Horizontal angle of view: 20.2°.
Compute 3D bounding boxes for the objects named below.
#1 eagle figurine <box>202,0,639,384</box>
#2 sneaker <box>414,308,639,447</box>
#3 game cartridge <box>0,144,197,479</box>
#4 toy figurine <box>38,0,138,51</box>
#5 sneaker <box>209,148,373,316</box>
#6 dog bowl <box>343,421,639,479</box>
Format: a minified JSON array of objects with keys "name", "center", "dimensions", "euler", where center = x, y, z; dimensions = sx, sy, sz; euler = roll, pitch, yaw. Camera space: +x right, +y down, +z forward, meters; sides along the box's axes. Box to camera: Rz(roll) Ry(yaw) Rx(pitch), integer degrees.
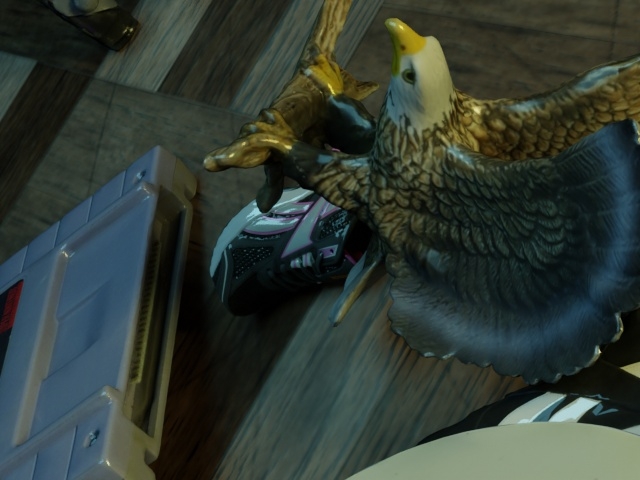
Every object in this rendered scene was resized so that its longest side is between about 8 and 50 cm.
[{"name":"eagle figurine","center":[0.093,-0.044,0.998],"dimensions":[0.298,0.225,0.226],"euler":[13,91,26]},{"name":"sneaker","center":[0.149,0.079,0.953],"dimensions":[0.217,0.079,0.121],"euler":[-13,47,33]},{"name":"game cartridge","center":[-0.198,0.099,1.279],"dimensions":[0.230,0.068,0.355],"euler":[-31,30,22]},{"name":"toy figurine","center":[-0.173,-0.294,1.552],"dimensions":[0.213,0.148,0.209],"euler":[-24,45,34]},{"name":"sneaker","center":[0.000,0.000,1.187],"dimensions":[0.178,0.072,0.077],"euler":[-42,48,25]},{"name":"dog bowl","center":[0.074,0.201,0.813],"dimensions":[0.265,0.104,0.265],"euler":[-19,26,10]}]
